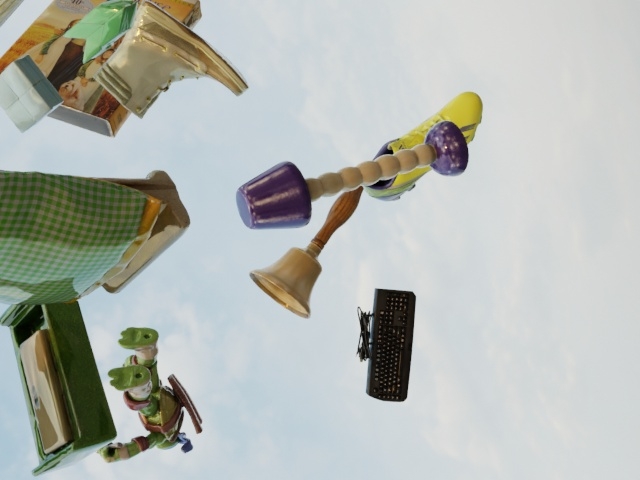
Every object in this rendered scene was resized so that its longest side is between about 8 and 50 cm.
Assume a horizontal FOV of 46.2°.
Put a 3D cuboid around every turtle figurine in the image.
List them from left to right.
[{"bbox_3d":[-0.365,0.292,1.379,0.198,0.275,0.266,-44,-30,-40],"label":"turtle figurine"}]

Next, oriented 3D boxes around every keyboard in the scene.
[{"bbox_3d":[0.109,0.178,1.275,0.038,0.100,0.192,81,-166,-88],"label":"keyboard"}]

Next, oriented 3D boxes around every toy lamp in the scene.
[{"bbox_3d":[0.037,-0.073,0.862,0.275,0.080,0.080,-17,-92,-23],"label":"toy lamp"}]

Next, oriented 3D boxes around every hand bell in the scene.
[{"bbox_3d":[0.000,0.000,1.277,0.126,0.126,0.242,46,-109,-29],"label":"hand bell"}]

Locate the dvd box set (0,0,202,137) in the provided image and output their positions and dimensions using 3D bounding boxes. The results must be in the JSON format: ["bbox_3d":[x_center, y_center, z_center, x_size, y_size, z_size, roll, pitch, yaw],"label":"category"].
[{"bbox_3d":[-0.493,-0.432,1.667,0.062,0.308,0.420,96,-163,-56],"label":"dvd box set"}]

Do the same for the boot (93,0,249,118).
[{"bbox_3d":[-0.240,-0.262,1.221,0.213,0.165,0.077,36,-171,-14],"label":"boot"}]

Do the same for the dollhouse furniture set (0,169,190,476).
[{"bbox_3d":[-0.232,0.080,0.551,0.197,0.301,0.151,-3,-114,-43],"label":"dollhouse furniture set"}]

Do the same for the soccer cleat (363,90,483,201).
[{"bbox_3d":[0.195,-0.184,1.469,0.121,0.289,0.093,21,-147,-51],"label":"soccer cleat"}]

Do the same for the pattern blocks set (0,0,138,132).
[{"bbox_3d":[-0.270,-0.243,0.518,0.325,0.285,0.026,46,-141,-9],"label":"pattern blocks set"}]
